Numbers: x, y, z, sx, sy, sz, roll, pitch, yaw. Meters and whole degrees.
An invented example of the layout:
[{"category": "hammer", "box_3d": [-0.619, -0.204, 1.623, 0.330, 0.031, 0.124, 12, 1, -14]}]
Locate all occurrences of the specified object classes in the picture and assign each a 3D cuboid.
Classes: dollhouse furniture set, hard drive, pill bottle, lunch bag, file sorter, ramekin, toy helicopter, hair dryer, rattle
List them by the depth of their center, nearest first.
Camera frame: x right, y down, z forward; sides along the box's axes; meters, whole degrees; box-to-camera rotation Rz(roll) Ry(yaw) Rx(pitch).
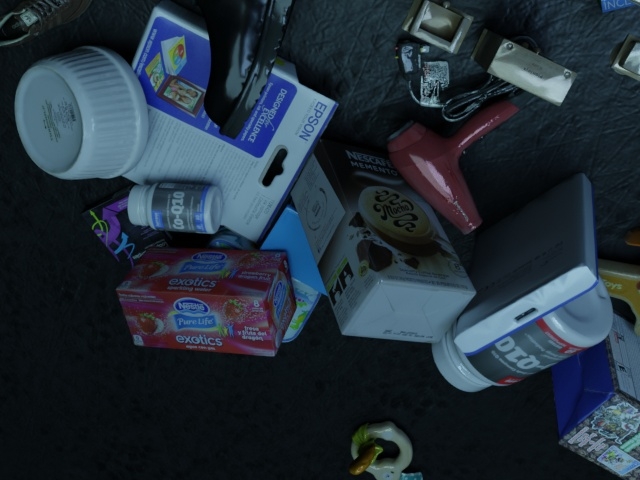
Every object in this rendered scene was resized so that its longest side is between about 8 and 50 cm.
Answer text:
[{"category": "dollhouse furniture set", "box_3d": [0.313, -0.372, 1.087, 0.303, 0.174, 0.356, 23, 107, -4]}, {"category": "hair dryer", "box_3d": [0.209, -0.152, 1.253, 0.223, 0.080, 0.294, 4, 105, 9]}, {"category": "hard drive", "box_3d": [0.306, 0.026, 1.256, 0.210, 0.319, 0.040, -35, 102, 28]}, {"category": "ramekin", "box_3d": [-0.372, -0.190, 1.304, 0.207, 0.109, 0.207, 12, 110, 34]}, {"category": "toy helicopter", "box_3d": [0.518, 0.060, 1.364, 0.354, 0.140, 0.235, 13, 132, 16]}, {"category": "pill bottle", "box_3d": [-0.232, -0.053, 1.367, 0.137, 0.078, 0.078, 4, 124, 9]}, {"category": "pill bottle", "box_3d": [0.319, 0.142, 1.396, 0.161, 0.161, 0.283, 33, 140, -12]}, {"category": "file sorter", "box_3d": [0.000, 0.000, 1.423, 0.170, 0.104, 0.118, 28, 124, -10]}, {"category": "lunch bag", "box_3d": [-0.114, 0.076, 1.503, 0.218, 0.090, 0.176, 24, 123, -6]}, {"category": "rattle", "box_3d": [0.136, 0.469, 1.699, 0.130, 0.143, 0.200, -20, 113, 1]}]

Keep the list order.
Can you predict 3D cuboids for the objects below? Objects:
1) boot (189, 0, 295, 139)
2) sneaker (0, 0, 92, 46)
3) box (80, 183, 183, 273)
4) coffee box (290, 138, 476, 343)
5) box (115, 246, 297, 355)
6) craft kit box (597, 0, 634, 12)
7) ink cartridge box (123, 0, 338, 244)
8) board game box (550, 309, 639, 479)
[{"category": "boot", "box_3d": [-0.168, -0.336, 1.165, 0.260, 0.131, 0.348, 18, 106, -5]}, {"category": "sneaker", "box_3d": [-0.418, -0.341, 1.287, 0.188, 0.071, 0.066, -26, 116, 25]}, {"category": "box", "box_3d": [-0.331, -0.012, 1.519, 0.116, 0.029, 0.162, -23, 118, 23]}, {"category": "coffee box", "box_3d": [0.083, -0.003, 1.267, 0.168, 0.297, 0.119, 8, 131, -30]}, {"category": "box", "box_3d": [-0.182, 0.095, 1.392, 0.256, 0.128, 0.123, 2, 124, 18]}, {"category": "craft kit box", "box_3d": [0.462, -0.440, 1.079, 0.249, 0.061, 0.247, -10, 124, 16]}, {"category": "ink cartridge box", "box_3d": [-0.170, -0.180, 1.358, 0.307, 0.072, 0.304, 26, 123, -10]}, {"category": "board game box", "box_3d": [0.551, 0.283, 1.441, 0.291, 0.232, 0.141, 30, 124, -10]}]
